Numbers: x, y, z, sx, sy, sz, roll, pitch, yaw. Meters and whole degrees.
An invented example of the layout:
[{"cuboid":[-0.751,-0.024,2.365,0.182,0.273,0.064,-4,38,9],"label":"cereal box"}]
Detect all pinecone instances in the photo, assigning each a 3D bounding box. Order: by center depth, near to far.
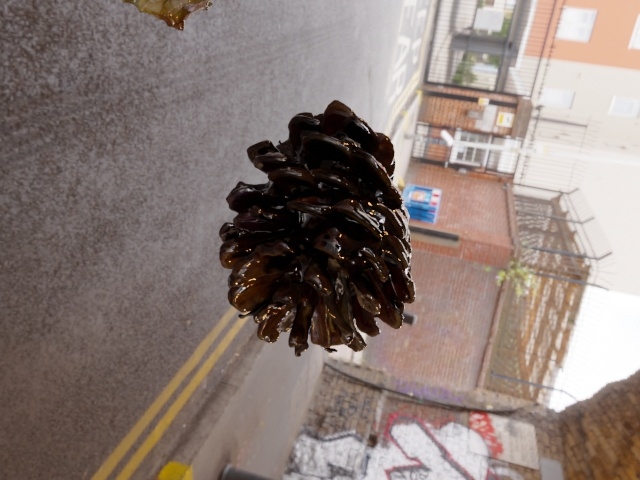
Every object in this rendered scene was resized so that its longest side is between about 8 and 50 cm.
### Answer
[{"cuboid":[-0.006,0.002,0.690,0.298,0.241,0.296,88,4,-50],"label":"pinecone"}]

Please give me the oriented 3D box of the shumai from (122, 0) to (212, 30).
[{"cuboid":[-0.145,-0.270,0.513,0.116,0.145,0.146,-29,-146,49],"label":"shumai"}]
